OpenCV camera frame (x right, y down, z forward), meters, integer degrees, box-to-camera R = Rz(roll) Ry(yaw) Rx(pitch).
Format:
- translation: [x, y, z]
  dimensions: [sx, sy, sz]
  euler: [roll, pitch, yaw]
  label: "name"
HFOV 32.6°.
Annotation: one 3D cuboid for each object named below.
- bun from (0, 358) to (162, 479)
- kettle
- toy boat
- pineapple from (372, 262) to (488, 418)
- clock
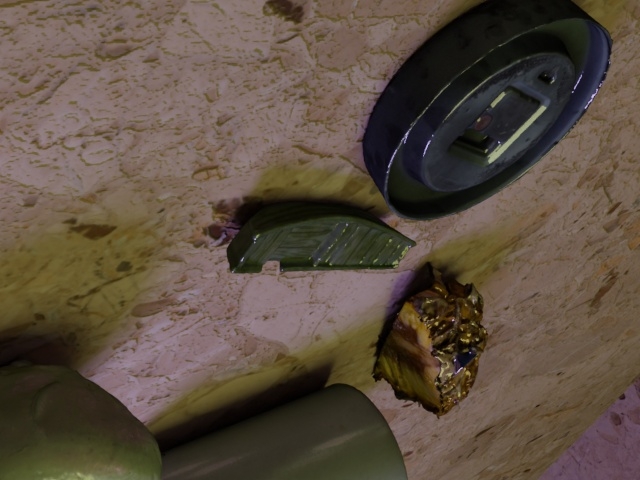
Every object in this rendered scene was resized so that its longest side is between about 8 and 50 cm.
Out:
- translation: [-0.311, 0.220, 1.148]
  dimensions: [0.283, 0.179, 0.283]
  euler: [-7, 153, -4]
  label: "bun"
- translation: [-0.117, 0.388, 1.621]
  dimensions: [0.376, 0.250, 0.361]
  euler: [-14, 175, -31]
  label: "kettle"
- translation: [0.000, 0.000, 1.268]
  dimensions: [0.293, 0.055, 0.093]
  euler: [2, 135, -50]
  label: "toy boat"
- translation: [0.196, 0.158, 1.639]
  dimensions: [0.161, 0.158, 0.335]
  euler: [-24, 151, -22]
  label: "pineapple"
- translation: [0.186, -0.147, 1.235]
  dimensions: [0.312, 0.061, 0.313]
  euler: [-27, 152, -16]
  label: "clock"
